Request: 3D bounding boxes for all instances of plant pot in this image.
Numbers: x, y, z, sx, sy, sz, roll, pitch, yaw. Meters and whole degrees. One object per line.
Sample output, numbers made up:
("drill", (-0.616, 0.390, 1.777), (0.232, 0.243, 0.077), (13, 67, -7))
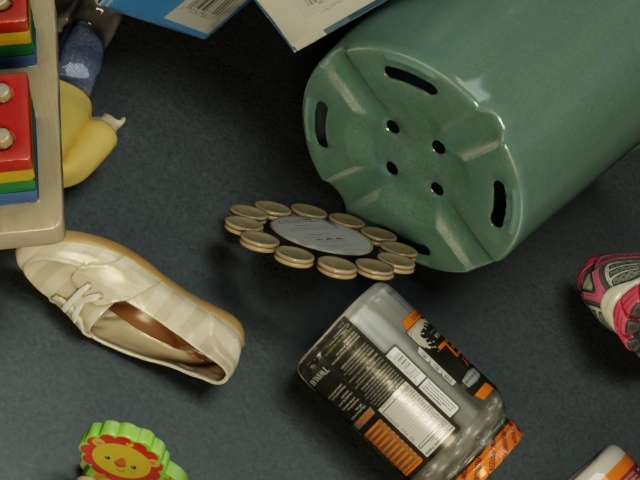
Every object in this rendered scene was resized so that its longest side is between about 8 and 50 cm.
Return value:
("plant pot", (0.177, -0.161, 1.847), (0.341, 0.341, 0.334), (43, 54, 4))

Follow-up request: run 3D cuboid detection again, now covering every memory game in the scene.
("memory game", (0.000, 0.000, 1.743), (0.186, 0.012, 0.186), (12, 18, -4))

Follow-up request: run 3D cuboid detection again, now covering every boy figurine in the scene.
("boy figurine", (-0.263, -0.117, 1.684), (0.177, 0.092, 0.285), (27, 44, -16))

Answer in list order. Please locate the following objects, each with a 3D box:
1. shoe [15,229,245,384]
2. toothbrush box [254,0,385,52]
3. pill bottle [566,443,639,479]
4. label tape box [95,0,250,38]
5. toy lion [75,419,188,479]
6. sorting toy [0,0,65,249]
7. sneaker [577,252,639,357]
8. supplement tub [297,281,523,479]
("shoe", (-0.163, 0.058, 1.621), (0.219, 0.076, 0.058), (27, 42, -14))
("toothbrush box", (0.047, -0.344, 1.829), (0.126, 0.216, 0.295), (51, 28, -24))
("pill bottle", (0.295, 0.301, 1.689), (0.221, 0.121, 0.121), (47, 46, 8))
("label tape box", (-0.216, -0.364, 1.816), (0.334, 0.106, 0.240), (54, 15, 13))
("toy lion", (-0.150, 0.183, 1.520), (0.100, 0.096, 0.034), (26, 47, -13))
("sorting toy", (-0.347, -0.115, 1.557), (0.255, 0.089, 0.257), (-5, 56, -3))
("sneaker", (0.401, 0.055, 1.952), (0.299, 0.121, 0.112), (8, 22, -37))
("supplement tub", (0.082, 0.139, 1.684), (0.190, 0.117, 0.117), (44, 46, 4))
